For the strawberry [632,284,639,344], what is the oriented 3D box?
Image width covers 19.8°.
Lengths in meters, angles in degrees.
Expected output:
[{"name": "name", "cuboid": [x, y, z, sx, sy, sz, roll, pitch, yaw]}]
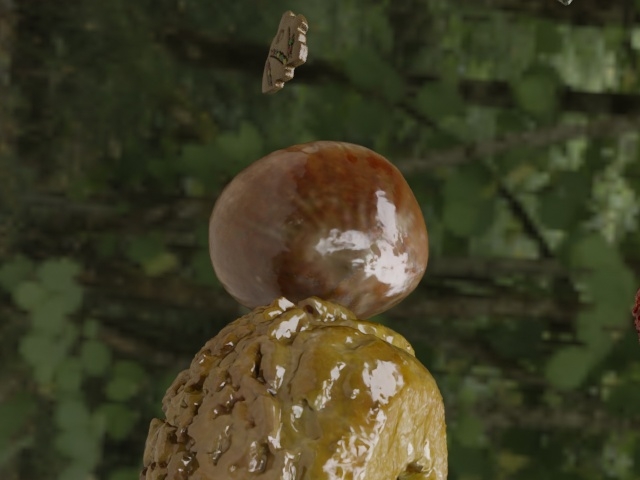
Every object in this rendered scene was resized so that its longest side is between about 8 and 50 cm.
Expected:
[{"name": "strawberry", "cuboid": [0.332, 0.002, 1.470, 0.190, 0.236, 0.111, -17, 76, -46]}]

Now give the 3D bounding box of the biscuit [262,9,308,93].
[{"name": "biscuit", "cuboid": [-0.038, -0.184, 1.811, 0.092, 0.016, 0.082, -57, -149, 31]}]

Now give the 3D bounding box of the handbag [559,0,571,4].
[{"name": "handbag", "cuboid": [0.276, -0.438, 2.031, 0.253, 0.109, 0.316, -58, 142, -11]}]

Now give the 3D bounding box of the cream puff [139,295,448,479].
[{"name": "cream puff", "cuboid": [-0.034, 0.216, 1.550, 0.327, 0.231, 0.343, 54, 52, -64]}]

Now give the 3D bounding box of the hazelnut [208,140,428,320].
[{"name": "hazelnut", "cuboid": [0.000, 0.000, 1.724, 0.214, 0.214, 0.176, -67, 151, -67]}]
